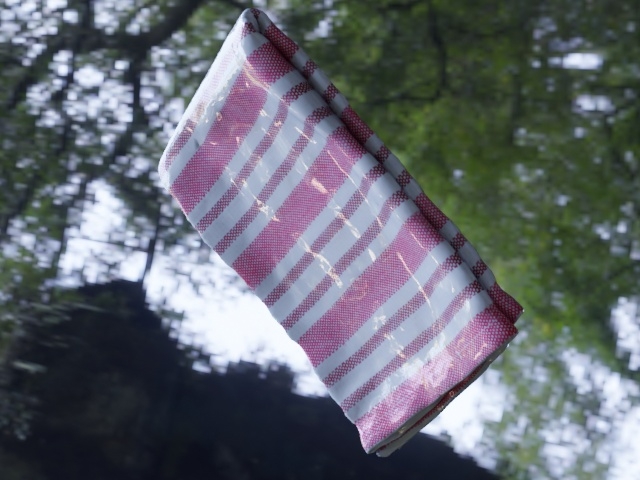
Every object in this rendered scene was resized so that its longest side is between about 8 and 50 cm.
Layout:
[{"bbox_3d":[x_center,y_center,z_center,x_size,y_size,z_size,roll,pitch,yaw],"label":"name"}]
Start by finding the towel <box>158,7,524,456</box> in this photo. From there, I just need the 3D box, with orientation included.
[{"bbox_3d":[0.000,0.000,0.779,0.029,0.144,0.197,-33,-102,-35],"label":"towel"}]
